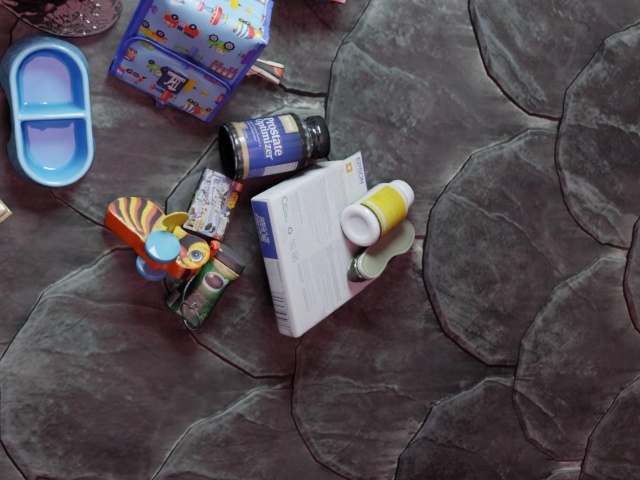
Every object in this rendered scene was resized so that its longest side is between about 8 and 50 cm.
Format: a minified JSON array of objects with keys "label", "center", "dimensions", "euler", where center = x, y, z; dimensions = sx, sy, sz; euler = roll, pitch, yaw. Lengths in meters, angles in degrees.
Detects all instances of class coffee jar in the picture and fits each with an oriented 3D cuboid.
[{"label":"coffee jar","center":[-0.247,0.093,1.710],"dimensions":[0.096,0.079,0.184],"euler":[38,88,-21]}]

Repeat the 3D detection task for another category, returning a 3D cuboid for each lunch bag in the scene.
[{"label":"lunch bag","center":[-0.257,-0.364,1.501],"dimensions":[0.221,0.138,0.293],"euler":[22,136,-22]}]

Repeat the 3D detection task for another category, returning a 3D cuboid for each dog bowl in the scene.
[{"label":"dog bowl","center":[-0.511,-0.239,1.494],"dimensions":[0.165,0.074,0.297],"euler":[-6,107,-23]}]

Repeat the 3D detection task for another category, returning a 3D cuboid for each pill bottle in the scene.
[{"label":"pill bottle","center":[0.136,-0.069,1.795],"dimensions":[0.184,0.103,0.103],"euler":[-36,120,-42]},{"label":"pill bottle","center":[-0.096,-0.203,1.667],"dimensions":[0.219,0.123,0.123],"euler":[-13,110,-21]}]

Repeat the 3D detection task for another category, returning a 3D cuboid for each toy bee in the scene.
[{"label":"toy bee","center":[-0.299,0.025,1.618],"dimensions":[0.162,0.195,0.298],"euler":[-33,100,-40]}]

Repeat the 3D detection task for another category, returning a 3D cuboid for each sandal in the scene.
[{"label":"sandal","center":[-0.552,-0.502,1.377],"dimensions":[0.445,0.107,0.168],"euler":[30,91,-29]}]

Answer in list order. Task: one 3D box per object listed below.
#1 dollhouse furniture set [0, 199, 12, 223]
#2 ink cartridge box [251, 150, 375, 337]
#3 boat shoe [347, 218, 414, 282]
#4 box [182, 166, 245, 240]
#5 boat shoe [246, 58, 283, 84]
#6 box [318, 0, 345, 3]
[{"label":"dollhouse furniture set","center":[-0.702,-0.091,1.380],"dimensions":[0.161,0.212,0.242],"euler":[-42,91,-10]},{"label":"ink cartridge box","center":[0.000,0.000,1.774],"dimensions":[0.330,0.071,0.324],"euler":[-33,120,-46]},{"label":"boat shoe","center":[0.141,0.022,1.849],"dimensions":[0.081,0.068,0.227],"euler":[55,48,-5]},{"label":"box","center":[-0.230,-0.078,1.696],"dimensions":[0.094,0.027,0.137],"euler":[21,96,-27]},{"label":"boat shoe","center":[-0.141,-0.361,1.643],"dimensions":[0.137,0.049,0.043],"euler":[8,104,-31]},{"label":"box","center":[-0.002,-0.618,1.584],"dimensions":[0.128,0.122,0.257],"euler":[6,103,-25]}]
